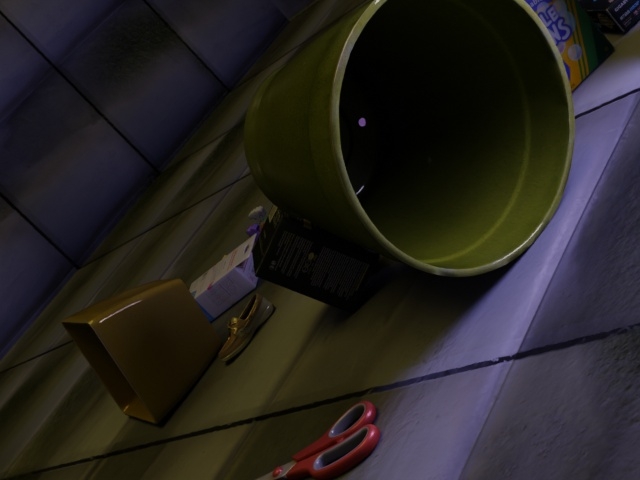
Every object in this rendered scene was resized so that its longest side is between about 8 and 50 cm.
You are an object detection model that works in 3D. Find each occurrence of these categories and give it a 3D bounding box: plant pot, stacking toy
[{"bbox_3d":[-0.305,0.177,1.951,0.187,0.212,0.212,-37,13,-23],"label":"plant pot"},{"bbox_3d":[-0.092,-0.028,2.210,0.221,0.052,0.167,-27,25,39],"label":"stacking toy"},{"bbox_3d":[0.077,-0.142,1.453,0.366,0.366,0.353,-50,24,-21],"label":"plant pot"}]

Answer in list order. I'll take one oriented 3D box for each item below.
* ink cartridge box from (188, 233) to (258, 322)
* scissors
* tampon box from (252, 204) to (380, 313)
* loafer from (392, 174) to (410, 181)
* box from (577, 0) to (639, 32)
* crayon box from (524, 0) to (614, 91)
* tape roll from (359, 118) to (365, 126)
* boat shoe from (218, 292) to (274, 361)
[{"bbox_3d":[-0.176,0.077,2.115,0.181,0.061,0.104,-38,18,21],"label":"ink cartridge box"},{"bbox_3d":[-0.041,0.288,1.350,0.297,0.021,0.109,-35,20,23],"label":"scissors"},{"bbox_3d":[-0.009,0.020,1.646,0.120,0.161,0.101,-110,44,-72],"label":"tampon box"},{"bbox_3d":[0.102,-0.062,1.752,0.109,0.095,0.302,-1,3,-18],"label":"loafer"},{"bbox_3d":[0.512,-0.425,1.757,0.220,0.051,0.175,-43,16,0],"label":"box"},{"bbox_3d":[0.263,-0.336,1.643,0.203,0.323,0.083,-46,16,-6],"label":"crayon box"},{"bbox_3d":[0.159,-0.233,1.863,0.275,0.090,0.274,-16,35,11],"label":"tape roll"},{"bbox_3d":[-0.136,0.148,1.876,0.135,0.045,0.050,-52,18,-26],"label":"boat shoe"}]
